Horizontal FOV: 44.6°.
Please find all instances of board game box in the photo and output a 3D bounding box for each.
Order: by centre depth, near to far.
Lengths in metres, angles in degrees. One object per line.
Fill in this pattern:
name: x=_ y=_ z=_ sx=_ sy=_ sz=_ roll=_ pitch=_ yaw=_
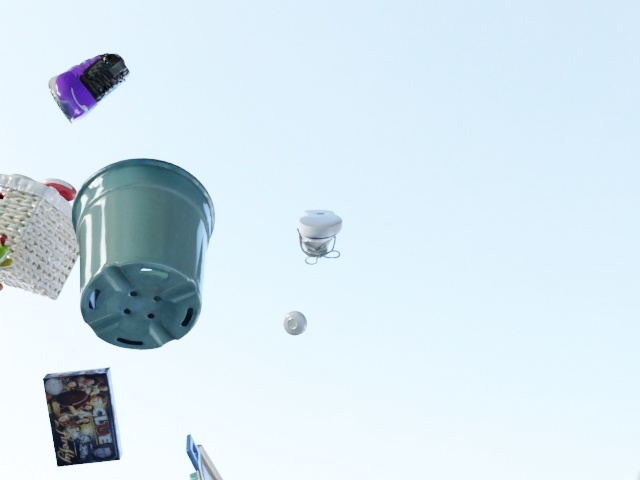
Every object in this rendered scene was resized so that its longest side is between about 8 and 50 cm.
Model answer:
board game box: x=-0.608 y=0.453 z=2.004 sx=0.165 sy=0.042 sz=0.243 roll=-6 pitch=-79 yaw=-2

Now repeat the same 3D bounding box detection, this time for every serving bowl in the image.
serving bowl: x=-0.086 y=0.268 z=2.520 sx=0.083 sy=0.083 sz=0.027 roll=18 pitch=5 yaw=17

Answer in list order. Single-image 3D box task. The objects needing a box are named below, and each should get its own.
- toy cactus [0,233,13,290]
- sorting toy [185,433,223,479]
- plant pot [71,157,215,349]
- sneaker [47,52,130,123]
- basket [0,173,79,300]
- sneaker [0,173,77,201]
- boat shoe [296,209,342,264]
toy cactus: x=-0.833 y=0.104 z=1.945 sx=0.112 sy=0.219 sz=0.180 roll=16 pitch=-45 yaw=-12
sorting toy: x=-0.261 y=0.602 z=1.813 sx=0.047 sy=0.196 sz=0.347 roll=-19 pitch=-52 yaw=0
plant pot: x=-0.400 y=0.046 z=1.765 sx=0.341 sy=0.334 sz=0.341 roll=-6 pitch=-52 yaw=-7
sneaker: x=-0.512 y=-0.367 z=1.775 sx=0.146 sy=0.293 sz=0.102 roll=-23 pitch=-63 yaw=10
basket: x=-0.900 y=-0.023 z=2.264 sx=0.328 sy=0.266 sz=0.331 roll=15 pitch=-18 yaw=14
sneaker: x=-0.846 y=-0.122 z=2.321 sx=0.221 sy=0.128 sz=0.087 roll=7 pitch=-47 yaw=6
boat shoe: x=-0.009 y=0.000 z=2.370 sx=0.136 sy=0.156 sz=0.367 roll=0 pitch=8 yaw=-4
